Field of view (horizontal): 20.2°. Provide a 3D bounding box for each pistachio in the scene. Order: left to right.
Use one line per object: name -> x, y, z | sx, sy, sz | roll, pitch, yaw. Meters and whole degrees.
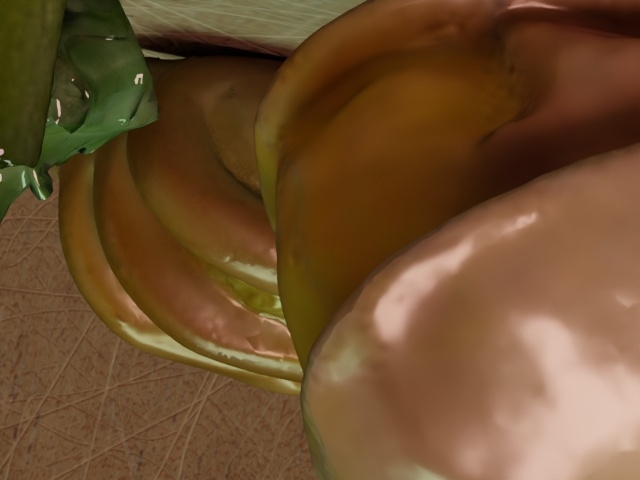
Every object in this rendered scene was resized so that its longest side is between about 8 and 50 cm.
pistachio -> 0.122, 0.018, 0.598 | 0.308, 0.230, 0.230 | 14, 178, -28

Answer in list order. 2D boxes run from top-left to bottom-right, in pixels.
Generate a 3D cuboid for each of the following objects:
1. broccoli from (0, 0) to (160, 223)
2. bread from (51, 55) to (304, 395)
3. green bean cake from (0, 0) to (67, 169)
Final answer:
broccoli -> -0.212, -0.045, 0.833 | 0.270, 0.270, 0.270 | -23, -174, -8
bread -> 0.000, 0.000, 1.138 | 0.315, 0.211, 0.270 | 7, -179, -32
green bean cake -> -0.205, -0.082, 0.580 | 0.214, 0.113, 0.200 | 10, 178, -40
